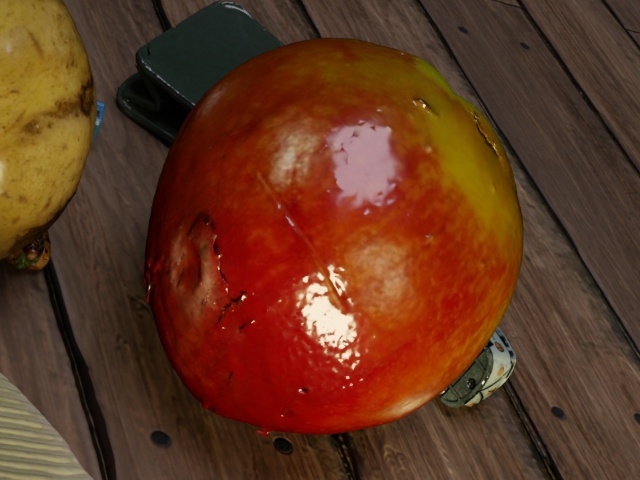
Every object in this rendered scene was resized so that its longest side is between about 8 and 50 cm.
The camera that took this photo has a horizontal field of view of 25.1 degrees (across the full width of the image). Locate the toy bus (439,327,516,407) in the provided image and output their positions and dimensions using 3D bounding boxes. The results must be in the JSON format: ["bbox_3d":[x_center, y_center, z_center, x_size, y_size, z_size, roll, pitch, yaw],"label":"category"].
[{"bbox_3d":[0.129,0.087,1.503,0.089,0.087,0.194,9,37,-47],"label":"toy bus"}]

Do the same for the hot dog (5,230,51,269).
[{"bbox_3d":[-0.278,-0.019,1.344,0.049,0.037,0.122,12,39,-33],"label":"hot dog"}]

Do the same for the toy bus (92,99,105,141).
[{"bbox_3d":[-0.270,-0.135,1.503,0.083,0.038,0.046,19,38,-19],"label":"toy bus"}]

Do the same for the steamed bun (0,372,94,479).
[{"bbox_3d":[-0.279,0.171,0.998,0.239,0.152,0.170,48,21,-2],"label":"steamed bun"}]

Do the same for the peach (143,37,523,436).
[{"bbox_3d":[0.000,0.000,1.302,0.370,0.370,0.370,22,34,-16],"label":"peach"}]

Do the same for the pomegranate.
[{"bbox_3d":[-0.325,-0.113,1.226,0.281,0.281,0.281,22,34,-16],"label":"pomegranate"}]

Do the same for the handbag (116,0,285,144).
[{"bbox_3d":[-0.076,-0.152,1.654,0.260,0.079,0.247,37,33,6],"label":"handbag"}]
